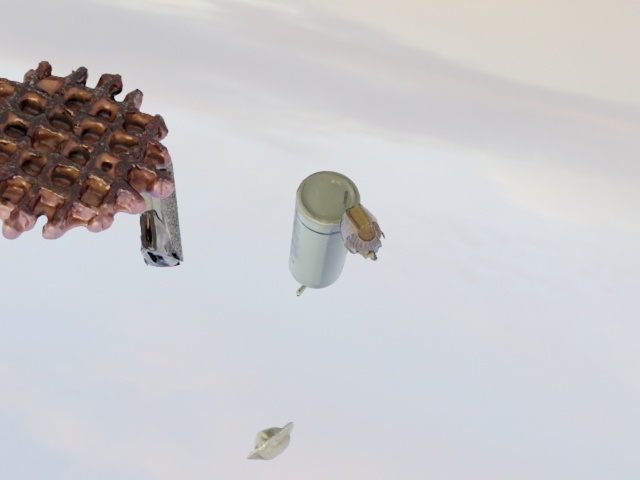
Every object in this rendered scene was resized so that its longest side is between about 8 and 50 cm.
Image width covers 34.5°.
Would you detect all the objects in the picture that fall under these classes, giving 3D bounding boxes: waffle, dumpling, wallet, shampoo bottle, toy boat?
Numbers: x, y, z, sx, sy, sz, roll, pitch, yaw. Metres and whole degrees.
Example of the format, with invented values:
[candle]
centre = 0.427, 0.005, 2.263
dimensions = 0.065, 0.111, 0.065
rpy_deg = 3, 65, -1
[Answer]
[waffle]
centre = -0.274, -0.100, 1.112
dimensions = 0.234, 0.055, 0.221
rpy_deg = -19, -116, -27
[dumpling]
centre = -0.068, 0.280, 1.435
dimensions = 0.077, 0.059, 0.043
rpy_deg = -11, -116, -13
[wallet]
centre = -0.305, -0.069, 1.924
dimensions = 0.072, 0.220, 0.262
rpy_deg = -3, 172, 0
[shampoo bottle]
centre = 0.000, 0.000, 1.449
dimensions = 0.085, 0.262, 0.085
rpy_deg = 2, -116, -4
[toy boat]
centre = 0.051, -0.004, 1.224
dimensions = 0.047, 0.049, 0.149
rpy_deg = -29, 167, -1
